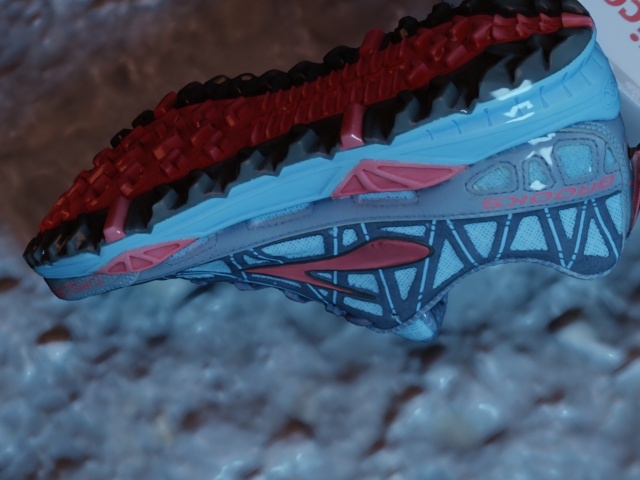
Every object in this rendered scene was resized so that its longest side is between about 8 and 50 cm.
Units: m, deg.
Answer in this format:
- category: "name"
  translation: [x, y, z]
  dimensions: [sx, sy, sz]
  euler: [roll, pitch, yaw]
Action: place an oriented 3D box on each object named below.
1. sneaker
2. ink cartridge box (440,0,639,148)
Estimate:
- category: "sneaker"
  translation: [0.000, 0.000, 0.586]
  dimensions: [0.262, 0.125, 0.104]
  euler: [-14, 30, 30]
- category: "ink cartridge box"
  translation: [0.173, -0.135, 0.608]
  dimensions: [0.218, 0.092, 0.158]
  euler: [-42, 68, -3]
